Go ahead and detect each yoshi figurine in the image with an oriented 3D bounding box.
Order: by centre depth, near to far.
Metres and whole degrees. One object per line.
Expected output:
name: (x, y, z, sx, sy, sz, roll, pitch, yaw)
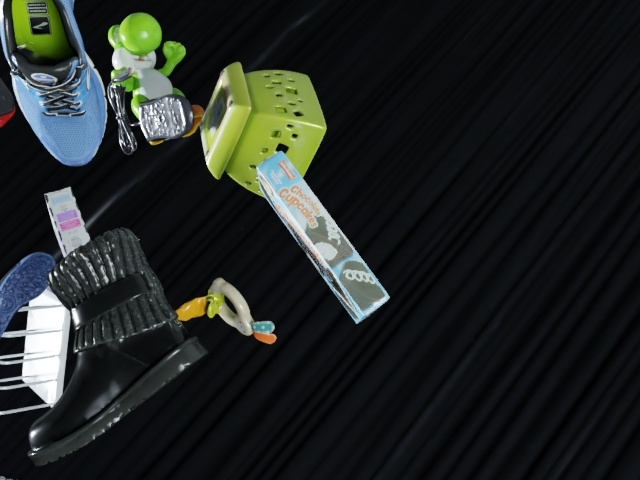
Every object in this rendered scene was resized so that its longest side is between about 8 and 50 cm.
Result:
yoshi figurine: (-0.448, -0.449, 2.222, 0.362, 0.203, 0.203, 60, -169, 14)

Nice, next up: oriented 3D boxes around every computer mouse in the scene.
computer mouse: (-0.369, -0.305, 1.882, 0.262, 0.060, 0.184, -10, 97, 41)

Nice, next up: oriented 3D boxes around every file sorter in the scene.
file sorter: (-0.737, 0.255, 2.052, 0.173, 0.277, 0.193, -2, -163, -43)

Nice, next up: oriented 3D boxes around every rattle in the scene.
rattle: (-0.219, 0.195, 1.987, 0.199, 0.143, 0.130, 50, 131, 11)

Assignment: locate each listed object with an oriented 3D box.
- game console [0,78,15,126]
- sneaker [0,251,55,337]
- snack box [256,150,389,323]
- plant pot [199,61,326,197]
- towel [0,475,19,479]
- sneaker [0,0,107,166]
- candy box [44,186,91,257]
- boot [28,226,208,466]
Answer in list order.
game console: (-0.808, -0.355, 1.703, 0.342, 0.060, 0.386, 55, -161, -9)
sneaker: (-0.630, 0.112, 1.697, 0.081, 0.232, 0.090, 47, 166, -33)
snack box: (0.000, 0.000, 1.537, 0.322, 0.060, 0.187, 54, 172, 7)
plant pot: (-0.139, -0.248, 1.867, 0.207, 0.228, 0.227, 13, -144, -25)
towel: (-0.566, 0.489, 1.316, 0.235, 0.121, 0.283, 29, -164, -40)
sneaker: (-0.374, -0.232, 1.149, 0.147, 0.130, 0.330, -104, 7, -49)
candy box: (-0.621, -0.007, 2.122, 0.196, 0.070, 0.165, 62, 160, 24)
boot: (-0.379, 0.169, 1.360, 0.260, 0.348, 0.131, 53, -179, 2)
